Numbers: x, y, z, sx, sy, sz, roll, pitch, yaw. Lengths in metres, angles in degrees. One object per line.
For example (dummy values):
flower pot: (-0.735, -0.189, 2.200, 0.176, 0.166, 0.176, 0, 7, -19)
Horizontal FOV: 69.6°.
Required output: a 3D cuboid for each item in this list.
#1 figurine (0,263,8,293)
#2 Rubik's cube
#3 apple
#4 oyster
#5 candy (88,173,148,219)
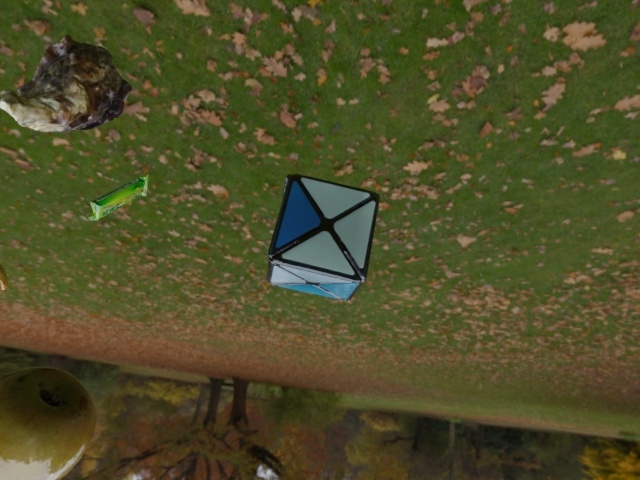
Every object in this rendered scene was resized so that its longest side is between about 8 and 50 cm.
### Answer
figurine: (-0.940, 0.143, 1.169, 0.320, 0.323, 0.196, 48, -164, 33)
Rubik's cube: (0.000, -0.001, 1.216, 0.246, 0.250, 0.248, 12, 162, -2)
apple: (-0.427, 0.279, 0.666, 0.182, 0.155, 0.182, 35, -173, -5)
oyster: (-0.567, -0.351, 1.077, 0.100, 0.271, 0.275, -6, 162, 36)
candy: (-0.549, -0.118, 1.263, 0.032, 0.178, 0.102, 50, 141, 1)
